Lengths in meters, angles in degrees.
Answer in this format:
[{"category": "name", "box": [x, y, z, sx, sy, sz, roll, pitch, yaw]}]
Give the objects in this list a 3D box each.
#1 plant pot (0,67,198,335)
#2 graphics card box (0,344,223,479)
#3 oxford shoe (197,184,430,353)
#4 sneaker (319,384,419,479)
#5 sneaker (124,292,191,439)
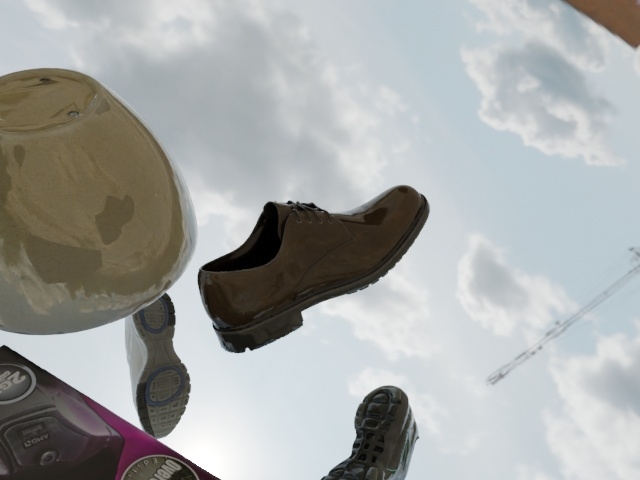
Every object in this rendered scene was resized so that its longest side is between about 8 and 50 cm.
[{"category": "plant pot", "box": [-0.283, -0.069, 0.691, 0.284, 0.190, 0.284, 2, -138, -1]}, {"category": "graphics card box", "box": [-0.148, 0.237, 0.400, 0.371, 0.094, 0.233, 26, -148, 13]}, {"category": "oxford shoe", "box": [0.000, 0.000, 0.554, 0.227, 0.083, 0.096, -31, -65, -22]}, {"category": "sneaker", "box": [0.074, 0.334, 0.902, 0.267, 0.101, 0.106, -54, -56, -36]}, {"category": "sneaker", "box": [-0.338, 0.248, 1.304, 0.111, 0.129, 0.297, 2, -110, -32]}]
